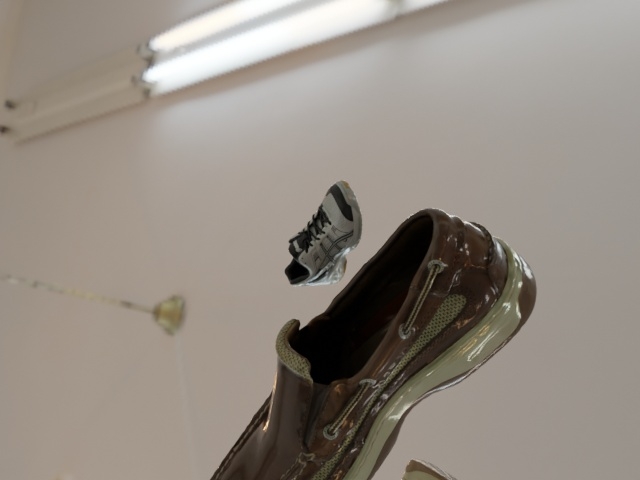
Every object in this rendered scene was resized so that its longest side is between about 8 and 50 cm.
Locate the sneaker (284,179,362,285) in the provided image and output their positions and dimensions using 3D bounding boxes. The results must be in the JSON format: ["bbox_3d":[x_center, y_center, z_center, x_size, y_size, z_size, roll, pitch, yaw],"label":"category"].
[{"bbox_3d":[0.000,0.000,0.724,0.083,0.037,0.032,104,-33,-44],"label":"sneaker"}]

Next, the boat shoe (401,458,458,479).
[{"bbox_3d":[0.212,0.390,1.387,0.342,0.123,0.123,33,-93,26],"label":"boat shoe"}]

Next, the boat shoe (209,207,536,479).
[{"bbox_3d":[0.004,0.080,0.712,0.257,0.095,0.095,-48,-146,10],"label":"boat shoe"}]
